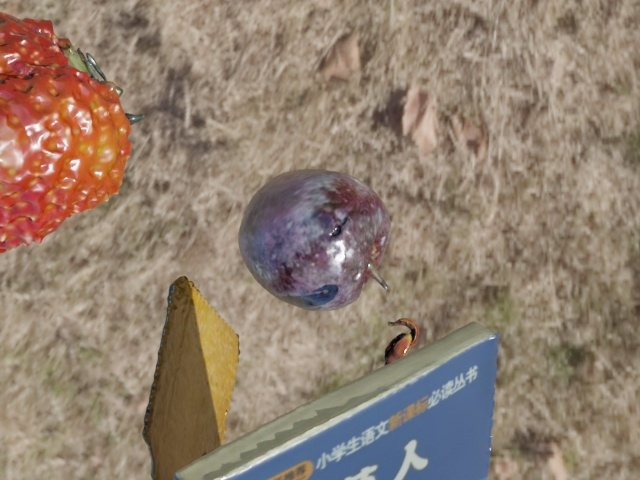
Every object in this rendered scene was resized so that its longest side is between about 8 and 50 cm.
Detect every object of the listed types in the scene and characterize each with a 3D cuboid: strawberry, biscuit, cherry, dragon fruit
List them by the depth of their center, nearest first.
[{"bbox_3d":[-0.223,-0.073,0.778,0.107,0.236,0.175,-7,112,56],"label":"strawberry"},{"bbox_3d":[0.090,0.179,1.351,0.094,0.094,0.190,-3,97,11],"label":"dragon fruit"},{"bbox_3d":[-0.145,0.181,1.361,0.013,0.232,0.237,1,156,17],"label":"biscuit"},{"bbox_3d":[-0.010,-0.001,1.484,0.195,0.195,0.195,4,122,7],"label":"cherry"}]

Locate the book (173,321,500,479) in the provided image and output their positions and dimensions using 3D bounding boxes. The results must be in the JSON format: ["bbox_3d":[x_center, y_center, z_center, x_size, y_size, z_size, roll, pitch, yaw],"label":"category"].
[{"bbox_3d":[0.023,0.293,1.029,0.300,0.039,0.428,-24,131,-28],"label":"book"}]
